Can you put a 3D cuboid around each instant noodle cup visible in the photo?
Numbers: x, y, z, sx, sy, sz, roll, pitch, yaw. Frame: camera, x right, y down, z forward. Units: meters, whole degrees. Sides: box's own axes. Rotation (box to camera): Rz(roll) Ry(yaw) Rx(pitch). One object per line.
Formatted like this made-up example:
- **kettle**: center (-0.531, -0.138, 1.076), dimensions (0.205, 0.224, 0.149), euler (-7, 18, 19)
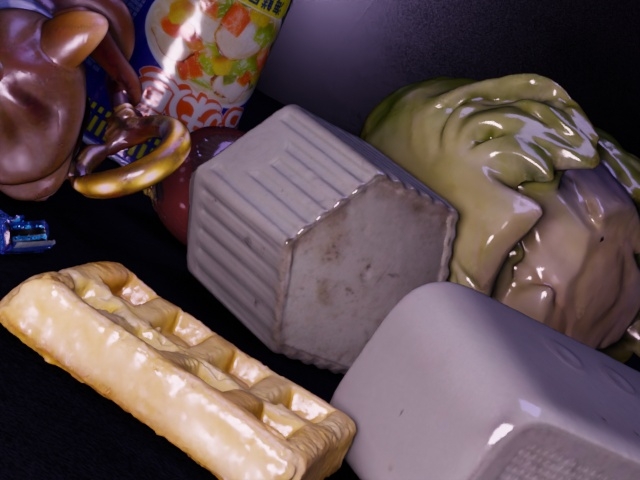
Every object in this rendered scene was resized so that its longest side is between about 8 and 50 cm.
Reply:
- **instant noodle cup**: center (-0.181, -0.253, 2.152), dimensions (0.284, 0.312, 0.284), euler (30, 10, -6)

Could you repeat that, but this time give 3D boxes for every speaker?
- **speaker**: center (0.215, 0.204, 1.377), dimensions (0.406, 0.183, 0.184), euler (25, 15, -33)

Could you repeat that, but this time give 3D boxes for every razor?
- **razor**: center (-0.332, -0.132, 1.444), dimensions (0.324, 0.056, 0.093), euler (67, 14, 4)

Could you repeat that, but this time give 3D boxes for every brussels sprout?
- **brussels sprout**: center (0.190, -0.007, 1.900), dimensions (0.361, 0.342, 0.425), euler (23, -16, 39)

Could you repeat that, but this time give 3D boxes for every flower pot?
- **flower pot**: center (0.000, 0.000, 1.676), dimensions (0.189, 0.239, 0.209), euler (38, -21, 47)

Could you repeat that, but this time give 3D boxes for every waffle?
- **waffle**: center (-0.106, 0.104, 1.250), dimensions (0.274, 0.057, 0.168), euler (33, 10, 13)

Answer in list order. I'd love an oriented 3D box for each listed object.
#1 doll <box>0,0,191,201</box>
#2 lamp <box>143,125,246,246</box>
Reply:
- **doll**: center (-0.304, -0.156, 1.696), dimensions (0.318, 0.209, 0.340), euler (-5, 15, -10)
- **lamp**: center (-0.115, -0.049, 1.850), dimensions (0.156, 0.135, 0.157), euler (-26, 70, -31)
